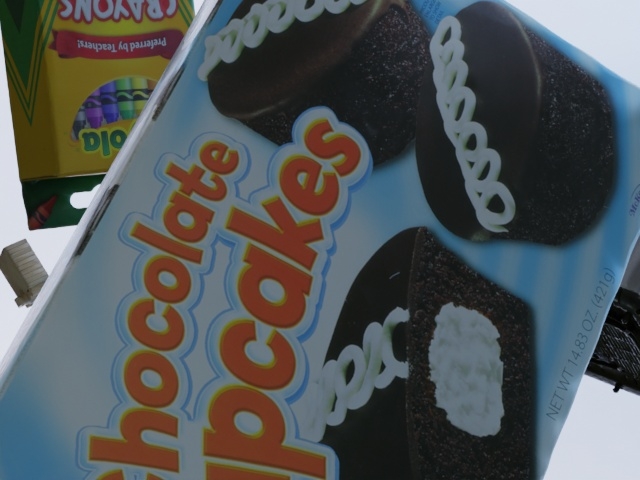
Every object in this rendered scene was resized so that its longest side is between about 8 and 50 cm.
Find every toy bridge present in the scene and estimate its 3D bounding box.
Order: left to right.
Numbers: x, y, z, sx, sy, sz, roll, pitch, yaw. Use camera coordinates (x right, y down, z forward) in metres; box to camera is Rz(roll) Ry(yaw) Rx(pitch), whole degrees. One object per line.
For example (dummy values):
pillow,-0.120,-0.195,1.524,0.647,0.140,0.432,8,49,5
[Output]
toy bridge,-0.103,0.001,0.950,0.063,0.188,0.026,55,-33,12

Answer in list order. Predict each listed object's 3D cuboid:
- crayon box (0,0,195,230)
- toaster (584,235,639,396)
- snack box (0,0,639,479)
crayon box,-0.224,-0.178,1.650,0.081,0.202,0.318,-4,-86,48
toaster,0.231,0.035,1.234,0.168,0.110,0.185,19,-24,45
snack box,-0.006,0.043,0.562,0.187,0.322,0.060,31,-23,-12
